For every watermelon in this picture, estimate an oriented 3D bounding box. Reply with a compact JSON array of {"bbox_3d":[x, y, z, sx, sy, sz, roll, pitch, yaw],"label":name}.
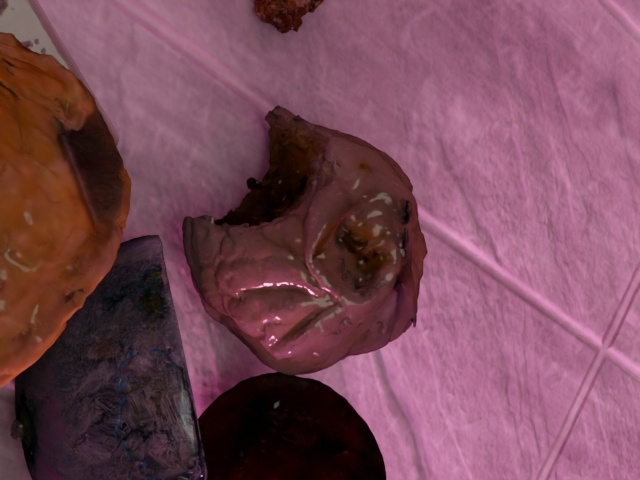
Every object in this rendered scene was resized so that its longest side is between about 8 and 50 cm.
[{"bbox_3d":[-0.211,0.159,0.996,0.175,0.188,0.322,-9,87,-12],"label":"watermelon"}]

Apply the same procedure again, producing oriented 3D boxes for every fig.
[{"bbox_3d":[-0.041,0.277,1.127,0.224,0.224,0.263,6,102,-33],"label":"fig"}]

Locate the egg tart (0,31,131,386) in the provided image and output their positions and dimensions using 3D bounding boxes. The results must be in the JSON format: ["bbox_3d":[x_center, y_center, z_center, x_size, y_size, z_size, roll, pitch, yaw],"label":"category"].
[{"bbox_3d":[-0.365,-0.049,0.746,0.443,0.443,0.178,-32,148,-24],"label":"egg tart"}]

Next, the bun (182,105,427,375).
[{"bbox_3d":[0.006,0.013,1.114,0.281,0.205,0.281,-8,104,-33],"label":"bun"}]

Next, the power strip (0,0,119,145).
[{"bbox_3d":[-0.296,-0.178,0.974,0.098,0.058,0.338,-39,117,-22],"label":"power strip"}]

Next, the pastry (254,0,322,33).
[{"bbox_3d":[-0.001,-0.299,1.139,0.169,0.063,0.087,-50,123,-17],"label":"pastry"}]
